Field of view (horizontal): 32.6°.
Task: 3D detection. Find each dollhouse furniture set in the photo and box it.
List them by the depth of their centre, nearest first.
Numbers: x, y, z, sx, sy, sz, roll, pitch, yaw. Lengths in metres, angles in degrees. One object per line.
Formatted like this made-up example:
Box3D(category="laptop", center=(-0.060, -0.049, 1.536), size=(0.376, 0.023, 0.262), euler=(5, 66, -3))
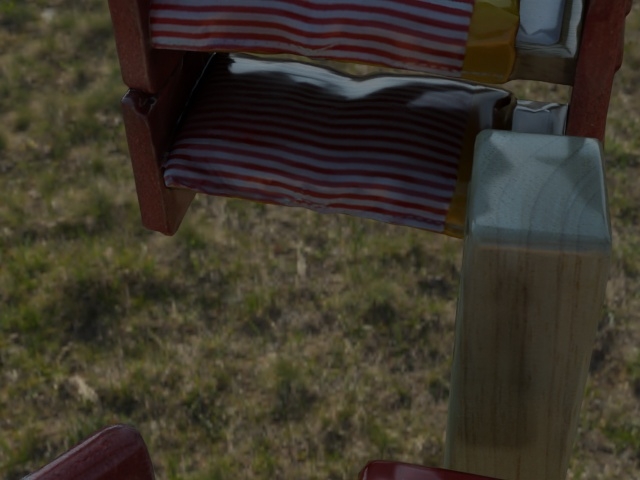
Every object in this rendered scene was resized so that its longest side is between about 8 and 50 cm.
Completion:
Box3D(category="dollhouse furniture set", center=(0.000, 0.000, 0.376), size=(0.201, 0.152, 0.374), euler=(7, 40, 10))
